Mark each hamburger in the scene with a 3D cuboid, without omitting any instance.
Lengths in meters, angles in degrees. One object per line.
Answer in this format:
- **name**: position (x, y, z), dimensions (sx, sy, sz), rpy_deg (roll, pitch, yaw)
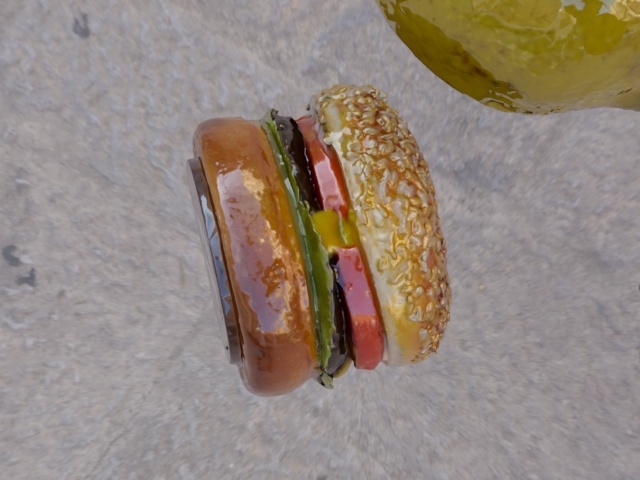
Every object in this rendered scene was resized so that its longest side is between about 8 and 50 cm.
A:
- **hamburger**: position (0.000, 0.000, 1.057), dimensions (0.250, 0.330, 0.329), rpy_deg (-12, 83, -10)

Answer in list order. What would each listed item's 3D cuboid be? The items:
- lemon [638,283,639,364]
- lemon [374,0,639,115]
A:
- **lemon**: position (0.284, 0.076, 0.587), dimensions (0.203, 0.178, 0.178), rpy_deg (32, 86, 22)
- **lemon**: position (0.166, -0.227, 0.742), dimensions (0.258, 0.258, 0.310), rpy_deg (-42, 94, -2)
